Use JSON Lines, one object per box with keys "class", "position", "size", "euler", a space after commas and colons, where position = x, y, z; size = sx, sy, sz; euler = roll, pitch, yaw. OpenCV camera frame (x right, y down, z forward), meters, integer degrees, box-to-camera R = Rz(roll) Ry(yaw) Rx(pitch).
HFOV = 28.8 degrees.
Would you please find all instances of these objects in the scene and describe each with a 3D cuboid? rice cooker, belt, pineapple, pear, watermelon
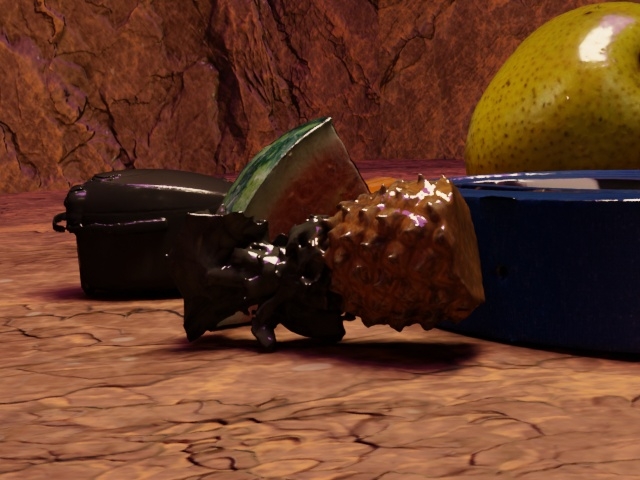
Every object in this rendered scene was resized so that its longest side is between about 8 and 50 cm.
{"class": "rice cooker", "position": [-0.154, -0.010, 1.197], "size": [0.203, 0.118, 0.142], "euler": [-2, 7, -8]}
{"class": "belt", "position": [0.204, 0.009, 0.960], "size": [0.212, 0.117, 0.347], "euler": [-7, 7, -36]}
{"class": "pineapple", "position": [-0.004, 0.018, 0.901], "size": [0.237, 0.119, 0.111], "euler": [-11, -18, 23]}
{"class": "pear", "position": [0.285, -0.097, 1.214], "size": [0.294, 0.294, 0.294], "euler": [-2, 6, 0]}
{"class": "watermelon", "position": [-0.020, -0.012, 1.069], "size": [0.202, 0.207, 0.136], "euler": [14, 20, -43]}

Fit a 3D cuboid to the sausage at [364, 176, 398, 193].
{"class": "sausage", "position": [0.020, -0.009, 1.271], "size": [0.093, 0.093, 0.312], "euler": [1, 7, 20]}
